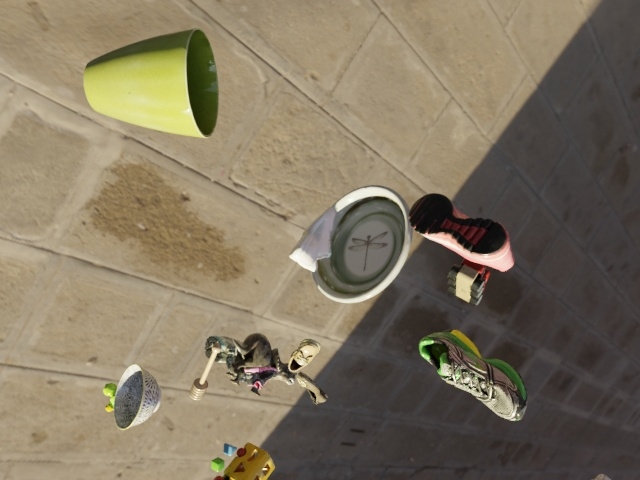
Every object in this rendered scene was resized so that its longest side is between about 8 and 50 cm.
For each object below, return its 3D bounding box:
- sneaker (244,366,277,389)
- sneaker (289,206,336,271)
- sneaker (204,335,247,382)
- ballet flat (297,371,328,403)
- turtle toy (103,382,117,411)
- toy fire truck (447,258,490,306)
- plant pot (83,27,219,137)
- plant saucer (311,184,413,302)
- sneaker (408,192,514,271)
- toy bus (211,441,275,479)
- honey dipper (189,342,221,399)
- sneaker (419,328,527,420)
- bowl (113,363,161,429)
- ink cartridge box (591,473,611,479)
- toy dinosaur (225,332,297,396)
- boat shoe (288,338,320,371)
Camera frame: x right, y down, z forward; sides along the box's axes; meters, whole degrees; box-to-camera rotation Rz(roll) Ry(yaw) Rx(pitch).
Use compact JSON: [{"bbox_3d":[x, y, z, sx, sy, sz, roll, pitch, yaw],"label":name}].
[{"bbox_3d":[-0.153,0.354,1.351,0.119,0.047,0.057,22,59,-55],"label":"sneaker"},{"bbox_3d":[0.000,0.000,1.404,0.094,0.080,0.212,40,51,-8],"label":"sneaker"},{"bbox_3d":[-0.278,0.403,1.852,0.122,0.283,0.109,2,106,-50],"label":"sneaker"},{"bbox_3d":[-0.037,0.579,2.038,0.058,0.084,0.249,-43,143,-11],"label":"ballet flat"},{"bbox_3d":[-0.659,0.518,1.728,0.095,0.066,0.130,-39,121,1],"label":"turtle toy"},{"bbox_3d":[0.559,0.081,1.914,0.246,0.159,0.217,-54,154,-14],"label":"toy fire truck"},{"bbox_3d":[-0.448,-0.406,1.380,0.294,0.274,0.274,0,124,5],"label":"plant pot"},{"bbox_3d":[0.144,0.019,1.699,0.101,0.400,0.400,29,95,-42],"label":"plant saucer"},{"bbox_3d":[0.336,-0.008,1.279,0.116,0.314,0.136,-49,130,-2],"label":"sneaker"},{"bbox_3d":[-0.221,0.688,1.501,0.191,0.105,0.202,16,85,-54],"label":"toy bus"},{"bbox_3d":[-0.222,0.253,1.020,0.031,0.030,0.160,-6,136,-37],"label":"honey dipper"},{"bbox_3d":[0.398,0.365,1.407,0.147,0.344,0.134,-1,111,-34],"label":"sneaker"},{"bbox_3d":[-0.487,0.429,1.430,0.080,0.170,0.170,22,100,-39],"label":"bowl"},{"bbox_3d":[0.442,0.526,0.738,0.066,0.296,0.261,-15,137,-42],"label":"ink cartridge box"},{"bbox_3d":[-0.185,0.325,1.460,0.160,0.121,0.313,-57,138,-28],"label":"toy dinosaur"},{"bbox_3d":[-0.039,0.276,1.247,0.135,0.050,0.045,-57,-173,51],"label":"boat shoe"}]
